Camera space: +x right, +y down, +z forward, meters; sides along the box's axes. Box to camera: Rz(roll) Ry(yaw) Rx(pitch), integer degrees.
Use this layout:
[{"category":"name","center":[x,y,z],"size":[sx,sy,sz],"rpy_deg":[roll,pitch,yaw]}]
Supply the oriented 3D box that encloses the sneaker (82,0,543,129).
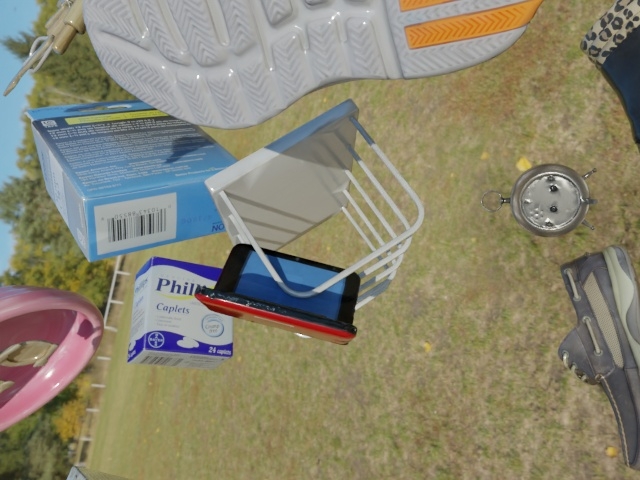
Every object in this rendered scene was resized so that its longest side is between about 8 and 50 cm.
[{"category":"sneaker","center":[-0.003,-0.177,0.380],"size":[0.180,0.321,0.125],"rpy_deg":[-61,-33,-47]}]

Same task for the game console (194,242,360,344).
[{"category":"game console","center":[-0.032,0.042,0.499],"size":[0.124,0.144,0.085],"rpy_deg":[98,-174,-75]}]

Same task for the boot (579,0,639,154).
[{"category":"boot","center":[0.566,-0.273,0.692],"size":[0.377,0.138,0.284],"rpy_deg":[-42,61,44]}]

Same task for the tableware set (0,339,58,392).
[{"category":"tableware set","center":[-0.416,0.156,0.621],"size":[0.141,0.168,0.020],"rpy_deg":[-34,64,16]}]

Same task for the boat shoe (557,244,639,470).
[{"category":"boat shoe","center":[0.457,0.180,0.830],"size":[0.130,0.132,0.356],"rpy_deg":[-15,51,33]}]

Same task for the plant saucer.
[{"category":"plant saucer","center":[-0.500,0.184,0.786],"size":[0.084,0.332,0.332],"rpy_deg":[44,130,19]}]

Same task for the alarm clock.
[{"category":"alarm clock","center":[0.385,-0.071,0.929],"size":[0.064,0.192,0.129],"rpy_deg":[-23,-69,-66]}]

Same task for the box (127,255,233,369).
[{"category":"box","center":[-0.195,0.105,0.740],"size":[0.072,0.126,0.137],"rpy_deg":[-39,47,45]}]

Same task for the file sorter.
[{"category":"file sorter","center":[0.000,0.000,0.680],"size":[0.173,0.192,0.278],"rpy_deg":[56,169,16]}]

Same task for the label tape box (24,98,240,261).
[{"category":"label tape box","center":[-0.310,-0.123,0.860],"size":[0.347,0.249,0.115],"rpy_deg":[39,133,40]}]

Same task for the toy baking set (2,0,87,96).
[{"category":"toy baking set","center":[-0.367,-0.314,0.754],"size":[0.196,0.030,0.256],"rpy_deg":[9,71,49]}]

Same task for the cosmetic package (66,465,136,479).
[{"category":"cosmetic package","center":[-0.099,0.319,0.499],"size":[0.160,0.309,0.113],"rpy_deg":[-22,46,57]}]
